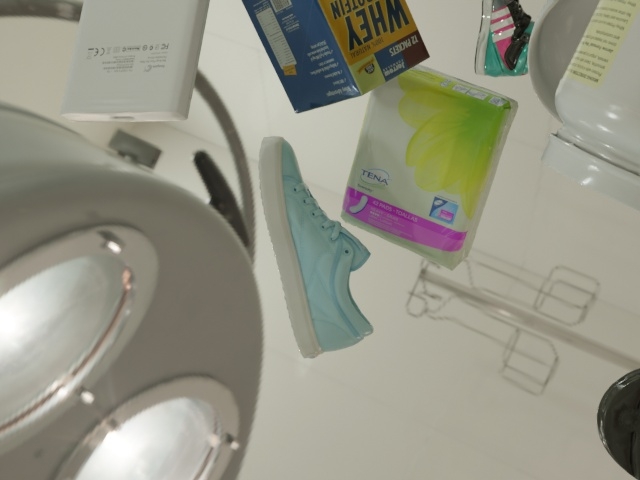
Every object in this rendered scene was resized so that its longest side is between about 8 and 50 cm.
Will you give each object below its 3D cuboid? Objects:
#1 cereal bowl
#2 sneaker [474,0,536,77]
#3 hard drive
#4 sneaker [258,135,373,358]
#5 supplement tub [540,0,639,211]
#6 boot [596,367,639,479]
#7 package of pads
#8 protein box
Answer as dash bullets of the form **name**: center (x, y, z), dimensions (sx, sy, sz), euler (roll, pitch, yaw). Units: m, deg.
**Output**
- **cereal bowl**: center (0.544, -0.350, 1.590), dimensions (0.141, 0.339, 0.339), euler (-63, -17, -46)
- **sneaker**: center (0.457, -0.499, 2.041), dimensions (0.124, 0.179, 0.295), euler (-53, -28, -48)
- **hard drive**: center (-0.252, -0.319, 1.273), dimensions (0.040, 0.203, 0.307), euler (31, -115, -61)
- **sneaker**: center (0.000, 0.000, 1.456), dimensions (0.135, 0.150, 0.365), euler (-82, -21, -82)
- **supplement tub**: center (0.390, -0.190, 0.931), dimensions (0.235, 0.235, 0.324), euler (-11, -53, -65)
- **boot**: center (0.429, 0.187, 0.959), dimensions (0.260, 0.348, 0.131), euler (-145, 64, -85)
- **package of pads**: center (0.169, -0.130, 1.481), dimensions (0.101, 0.229, 0.296), euler (-31, -39, -56)
- **protein box**: center (0.016, -0.314, 1.314), dimensions (0.136, 0.200, 0.201), euler (-33, -75, -26)
